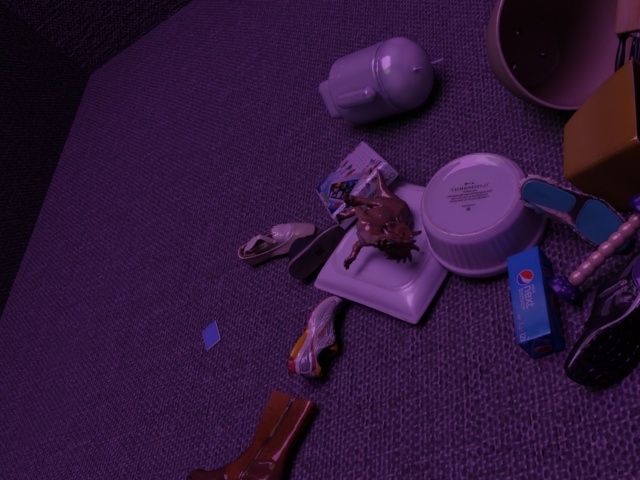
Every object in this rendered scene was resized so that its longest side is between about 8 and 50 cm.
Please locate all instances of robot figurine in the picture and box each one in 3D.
[{"bbox_3d":[0.164,-0.437,2.245,0.354,0.199,0.300,-11,26,41],"label":"robot figurine"}]

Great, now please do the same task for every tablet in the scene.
[{"bbox_3d":[-0.305,0.266,2.284,0.054,0.006,0.083,-41,37,12],"label":"tablet"}]

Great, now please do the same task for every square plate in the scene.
[{"bbox_3d":[0.178,0.001,1.928,0.344,0.049,0.347,17,67,45],"label":"square plate"}]

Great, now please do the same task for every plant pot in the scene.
[{"bbox_3d":[0.590,-0.178,1.575,0.187,0.212,0.212,-31,38,46],"label":"plant pot"}]

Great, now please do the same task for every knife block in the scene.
[{"bbox_3d":[0.663,-0.470,1.687,0.242,0.275,0.088,-43,18,-9],"label":"knife block"}]

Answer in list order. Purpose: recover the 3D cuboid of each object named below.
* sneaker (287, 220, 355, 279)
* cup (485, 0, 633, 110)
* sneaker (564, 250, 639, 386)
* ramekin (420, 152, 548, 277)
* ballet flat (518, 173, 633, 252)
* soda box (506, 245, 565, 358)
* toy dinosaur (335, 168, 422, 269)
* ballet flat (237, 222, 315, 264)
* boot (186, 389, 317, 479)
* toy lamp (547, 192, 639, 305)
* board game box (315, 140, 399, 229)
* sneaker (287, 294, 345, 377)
[{"bbox_3d":[0.000,0.000,2.132,0.222,0.083,0.118,-34,26,9],"label":"sneaker"},{"bbox_3d":[0.507,-0.444,1.837,0.331,0.331,0.237,-54,9,-5],"label":"cup"},{"bbox_3d":[0.530,0.136,1.453,0.283,0.107,0.124,-46,21,0],"label":"sneaker"},{"bbox_3d":[0.338,-0.065,1.740,0.273,0.127,0.272,-15,53,21],"label":"ramekin"},{"bbox_3d":[0.501,-0.061,1.597,0.091,0.241,0.077,-60,-12,18],"label":"ballet flat"},{"bbox_3d":[0.418,0.119,1.590,0.071,0.067,0.210,-25,43,30],"label":"soda box"},{"bbox_3d":[0.153,-0.042,1.864,0.200,0.127,0.295,-5,40,27],"label":"toy dinosaur"},{"bbox_3d":[-0.129,0.002,2.268,0.248,0.086,0.086,-26,42,29],"label":"ballet flat"},{"bbox_3d":[-0.162,0.468,1.875,0.264,0.096,0.280,-3,56,46],"label":"boot"},{"bbox_3d":[0.546,0.006,1.512,0.274,0.080,0.080,-50,34,22],"label":"toy lamp"},{"bbox_3d":[0.088,-0.151,2.121,0.193,0.053,0.305,-46,17,7],"label":"board game box"},{"bbox_3d":[0.009,0.231,1.931,0.093,0.088,0.225,17,61,20],"label":"sneaker"}]
